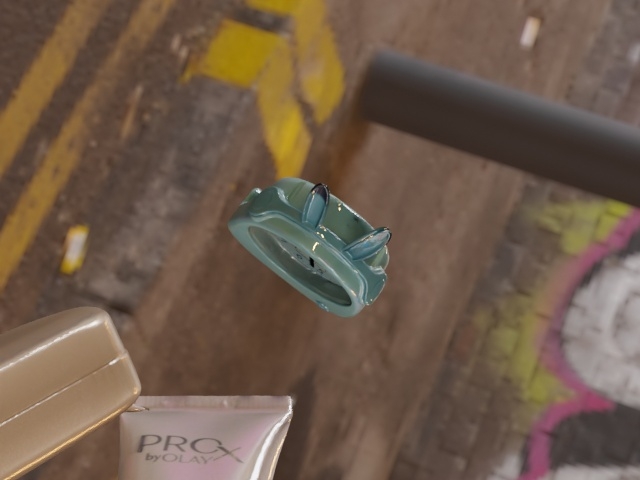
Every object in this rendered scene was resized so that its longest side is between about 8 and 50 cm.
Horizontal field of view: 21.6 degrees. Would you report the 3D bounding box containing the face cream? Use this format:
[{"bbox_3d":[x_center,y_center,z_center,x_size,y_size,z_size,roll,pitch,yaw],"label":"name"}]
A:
[{"bbox_3d":[-0.065,0.157,0.801,0.244,0.092,0.058,-86,178,-53],"label":"face cream"}]

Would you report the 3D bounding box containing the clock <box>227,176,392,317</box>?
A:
[{"bbox_3d":[-0.001,0.001,1.097,0.045,0.108,0.147,-54,-174,-14],"label":"clock"}]

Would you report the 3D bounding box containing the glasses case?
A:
[{"bbox_3d":[-0.153,0.080,0.644,0.196,0.083,0.050,-29,96,-48],"label":"glasses case"}]
